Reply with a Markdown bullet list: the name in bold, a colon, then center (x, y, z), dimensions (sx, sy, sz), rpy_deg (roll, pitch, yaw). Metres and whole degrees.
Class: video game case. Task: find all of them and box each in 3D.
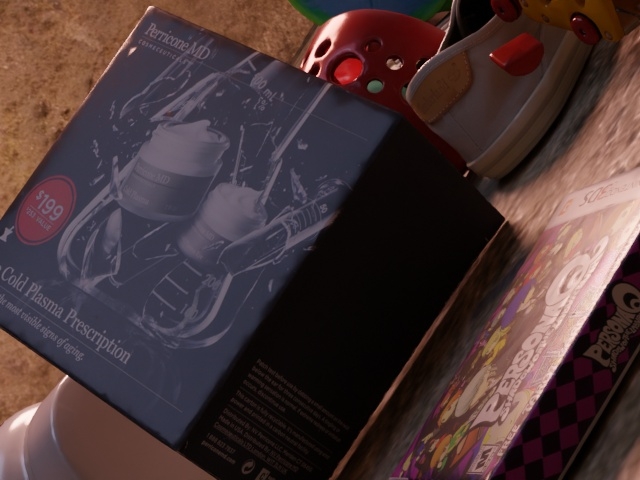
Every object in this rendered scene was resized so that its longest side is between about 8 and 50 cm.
- **video game case**: center (0.141, 0.060, 1.135), dimensions (0.232, 0.042, 0.210), rpy_deg (-57, 7, -12)

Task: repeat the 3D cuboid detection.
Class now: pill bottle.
- **pill bottle**: center (-0.275, 0.304, 1.937), dimensions (0.392, 0.224, 0.224), rpy_deg (-48, 10, 39)

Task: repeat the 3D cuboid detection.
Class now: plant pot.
- **plant pot**: center (0.054, -0.097, 1.802), dimensions (0.191, 0.191, 0.174), rpy_deg (-40, 24, 61)

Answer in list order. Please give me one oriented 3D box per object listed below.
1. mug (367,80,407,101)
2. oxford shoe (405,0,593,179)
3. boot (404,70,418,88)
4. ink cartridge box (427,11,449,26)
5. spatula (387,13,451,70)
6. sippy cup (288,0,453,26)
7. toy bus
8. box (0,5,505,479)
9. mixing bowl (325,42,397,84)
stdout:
- **mug**: center (0.065, -0.115, 1.973), dimensions (0.097, 0.129, 0.157), rpy_deg (-129, 63, -81)
- **oxford shoe**: center (0.194, -0.235, 1.742), dimensions (0.169, 0.130, 0.449), rpy_deg (-50, 8, 45)
- **boot**: center (0.047, -0.134, 2.406), dimensions (0.137, 0.077, 0.198), rpy_deg (-34, 23, 55)
- **ink cartridge box**: center (0.160, -0.371, 2.672), dimensions (0.134, 0.078, 0.231), rpy_deg (-58, 8, -23)
- **spatula**: center (0.131, -0.250, 2.363), dimensions (0.242, 0.019, 0.168), rpy_deg (-42, 7, -4)
- **sippy cup**: center (0.067, -0.424, 2.461), dimensions (0.240, 0.305, 0.224), rpy_deg (-19, 43, 29)
- **toy bus**: center (0.197, -0.236, 1.516), dimensions (0.202, 0.104, 0.191), rpy_deg (-15, 35, 18)
- **box**: center (-0.084, 0.012, 1.576), dimensions (0.343, 0.179, 0.312), rpy_deg (27, 80, 43)
- **mixing bowl**: center (0.077, -0.281, 2.610), dimensions (0.181, 0.098, 0.181), rpy_deg (179, 90, -70)
